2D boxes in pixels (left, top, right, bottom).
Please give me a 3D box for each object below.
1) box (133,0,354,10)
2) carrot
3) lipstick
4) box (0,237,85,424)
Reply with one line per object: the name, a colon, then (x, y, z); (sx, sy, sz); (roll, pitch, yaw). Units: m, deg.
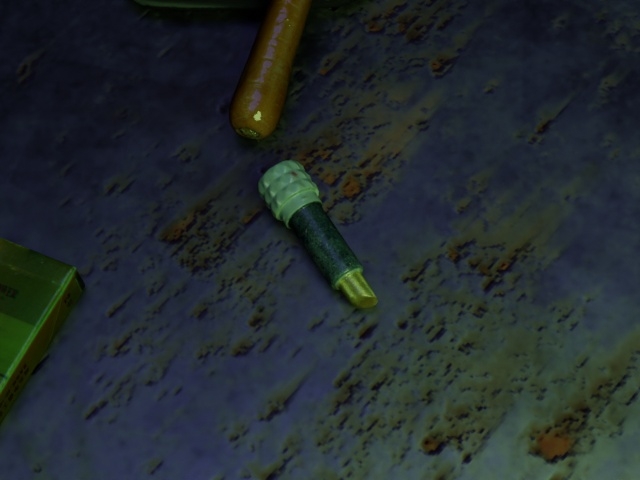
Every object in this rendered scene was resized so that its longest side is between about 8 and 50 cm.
box: (-0.044, -0.261, 1.006); (0.212, 0.042, 0.201); (4, 61, 7)
carrot: (-0.023, -0.161, 0.928); (0.037, 0.037, 0.190); (15, 77, 14)
lipstick: (0.000, 0.000, 0.858); (0.037, 0.037, 0.116); (-28, 66, -10)
box: (-0.254, 0.081, 0.838); (0.121, 0.030, 0.193); (20, 64, 17)
